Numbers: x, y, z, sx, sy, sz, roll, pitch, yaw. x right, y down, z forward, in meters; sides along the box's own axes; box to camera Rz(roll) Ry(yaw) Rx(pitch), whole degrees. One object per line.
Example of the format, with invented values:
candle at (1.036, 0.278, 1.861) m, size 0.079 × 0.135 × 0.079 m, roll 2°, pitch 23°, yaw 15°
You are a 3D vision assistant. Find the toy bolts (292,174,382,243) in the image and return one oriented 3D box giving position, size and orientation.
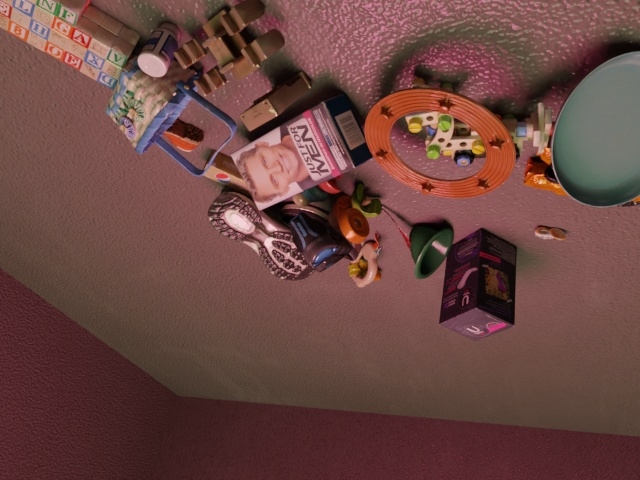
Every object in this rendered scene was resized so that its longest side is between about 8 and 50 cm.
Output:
toy bolts at (0.027, -0.085, 1.640) m, size 0.228 × 0.218 × 0.159 m, roll 42°, pitch 131°, yaw -21°

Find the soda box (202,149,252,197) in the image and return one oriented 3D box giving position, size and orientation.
soda box at (-0.244, -0.188, 1.713) m, size 0.182 × 0.058 × 0.061 m, roll 25°, pitch 146°, yaw -15°

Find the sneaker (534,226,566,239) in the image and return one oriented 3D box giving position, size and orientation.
sneaker at (0.644, -0.018, 1.665) m, size 0.084 × 0.031 × 0.037 m, roll 15°, pitch 162°, yaw 8°

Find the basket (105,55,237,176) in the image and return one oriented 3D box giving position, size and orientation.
basket at (-0.363, -0.300, 1.452) m, size 0.289 × 0.201 × 0.255 m, roll 35°, pitch 142°, yaw -13°

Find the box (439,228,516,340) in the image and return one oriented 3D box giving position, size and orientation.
box at (0.462, 0.131, 1.732) m, size 0.144 × 0.270 × 0.165 m, roll 26°, pitch 146°, yaw -17°

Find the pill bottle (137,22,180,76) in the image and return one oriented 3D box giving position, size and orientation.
pill bottle at (-0.357, -0.429, 1.327) m, size 0.067 × 0.120 × 0.067 m, roll 10°, pitch 147°, yaw 7°

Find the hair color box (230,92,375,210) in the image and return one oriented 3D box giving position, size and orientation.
hair color box at (-0.053, -0.213, 1.491) m, size 0.347 × 0.105 × 0.173 m, roll -20°, pitch 99°, yaw 42°

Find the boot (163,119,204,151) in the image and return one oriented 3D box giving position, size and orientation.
boot at (-0.405, -0.293, 1.617) m, size 0.158 × 0.059 × 0.085 m, roll 27°, pitch 150°, yaw -22°

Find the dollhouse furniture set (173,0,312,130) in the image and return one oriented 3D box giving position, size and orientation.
dollhouse furniture set at (-0.156, -0.397, 1.328) m, size 0.212 × 0.161 × 0.242 m, roll -19°, pitch 113°, yaw 40°

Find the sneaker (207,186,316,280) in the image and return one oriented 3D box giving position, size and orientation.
sneaker at (-0.160, -0.039, 1.821) m, size 0.158 × 0.182 × 0.410 m, roll -40°, pitch 118°, yaw 17°

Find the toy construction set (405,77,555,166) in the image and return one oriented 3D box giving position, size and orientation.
toy construction set at (0.358, -0.254, 1.314) m, size 0.328 × 0.151 × 0.215 m, roll 13°, pitch 149°, yaw 23°

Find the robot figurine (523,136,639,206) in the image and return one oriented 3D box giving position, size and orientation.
robot figurine at (0.640, -0.168, 1.380) m, size 0.291 × 0.084 × 0.211 m, roll 11°, pitch 148°, yaw 7°

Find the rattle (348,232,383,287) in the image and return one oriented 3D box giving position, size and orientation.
rattle at (0.188, 0.061, 1.923) m, size 0.143 × 0.130 × 0.199 m, roll 15°, pitch 123°, yaw -21°

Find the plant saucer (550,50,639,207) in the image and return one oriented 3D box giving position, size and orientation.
plant saucer at (0.602, -0.222, 1.204) m, size 0.318 × 0.043 × 0.317 m, roll -6°, pitch 116°, yaw -12°

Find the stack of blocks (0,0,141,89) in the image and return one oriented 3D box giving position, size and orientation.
stack of blocks at (-0.570, -0.494, 1.341) m, size 0.297 × 0.087 × 0.171 m, roll 28°, pitch 145°, yaw -21°

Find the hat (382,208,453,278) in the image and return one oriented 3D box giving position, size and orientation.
hat at (0.278, -0.013, 1.788) m, size 0.184 × 0.173 × 0.208 m, roll 37°, pitch 142°, yaw 31°

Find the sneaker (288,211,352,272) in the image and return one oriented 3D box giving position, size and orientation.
sneaker at (0.000, 0.000, 1.661) m, size 0.139 × 0.125 × 0.341 m, roll 54°, pitch 180°, yaw 11°

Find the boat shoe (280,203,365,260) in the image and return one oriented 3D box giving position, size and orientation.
boat shoe at (0.003, -0.023, 1.837) m, size 0.286 × 0.092 × 0.103 m, roll 25°, pitch 149°, yaw -15°

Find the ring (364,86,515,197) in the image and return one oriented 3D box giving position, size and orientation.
ring at (0.253, -0.197, 1.301) m, size 0.337 × 0.032 × 0.336 m, roll 20°, pitch 152°, yaw 11°
